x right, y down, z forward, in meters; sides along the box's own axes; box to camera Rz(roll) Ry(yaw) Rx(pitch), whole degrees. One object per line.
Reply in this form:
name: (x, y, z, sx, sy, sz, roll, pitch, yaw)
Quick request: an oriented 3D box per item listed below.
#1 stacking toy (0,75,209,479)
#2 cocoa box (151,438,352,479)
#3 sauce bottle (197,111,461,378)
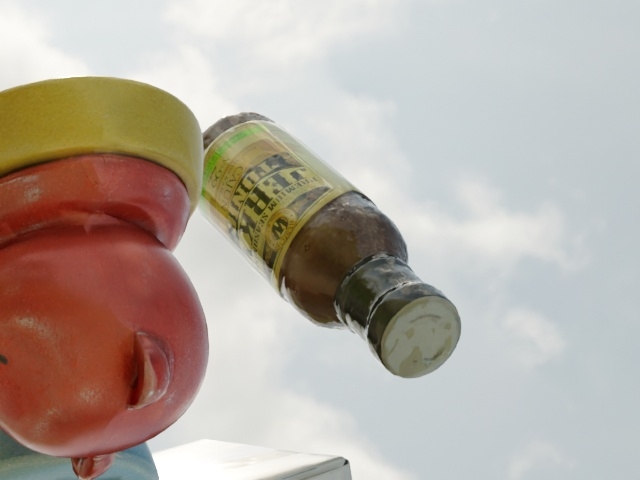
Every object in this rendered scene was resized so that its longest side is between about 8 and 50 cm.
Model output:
stacking toy: (-0.187, 0.076, 0.753, 0.309, 0.280, 0.130, 113, -34, -58)
cocoa box: (-0.101, 0.347, 1.344, 0.228, 0.231, 0.347, -2, -81, 56)
sauce bottle: (0.000, 0.000, 1.433, 0.344, 0.111, 0.111, 40, -42, 53)
